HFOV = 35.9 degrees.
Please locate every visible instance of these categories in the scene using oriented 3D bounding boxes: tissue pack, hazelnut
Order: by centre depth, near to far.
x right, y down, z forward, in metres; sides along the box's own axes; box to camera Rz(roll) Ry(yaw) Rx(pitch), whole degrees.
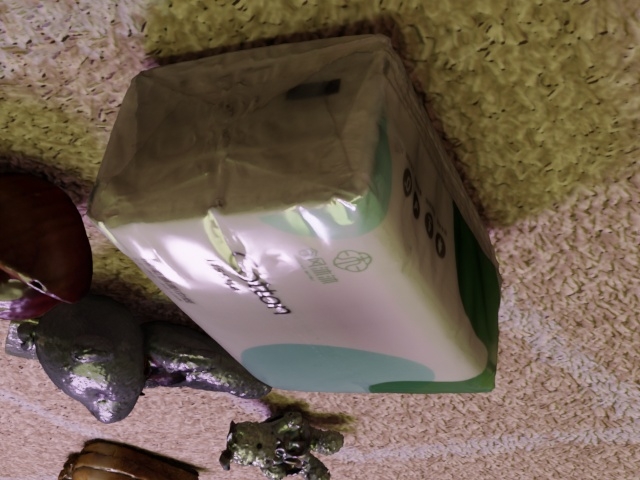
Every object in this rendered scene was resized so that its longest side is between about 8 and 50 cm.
[{"bbox_3d":[0.000,0.001,0.908,0.266,0.194,0.356,-4,147,26],"label":"tissue pack"},{"bbox_3d":[-0.347,0.013,1.080,0.201,0.161,0.170,-19,141,33],"label":"hazelnut"}]

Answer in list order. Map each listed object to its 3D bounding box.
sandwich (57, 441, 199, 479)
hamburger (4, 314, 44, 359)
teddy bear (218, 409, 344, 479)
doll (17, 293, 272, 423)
[{"bbox_3d":[-0.401,0.501,2.022,0.249,0.095,0.273,25,149,-18],"label":"sandwich"},{"bbox_3d":[-0.402,0.131,1.416,0.084,0.054,0.121,17,143,-8],"label":"hamburger"},{"bbox_3d":[-0.073,0.322,1.594,0.213,0.111,0.133,14,110,-26],"label":"teddy bear"},{"bbox_3d":[-0.229,0.183,1.340,0.340,0.158,0.245,27,159,-31],"label":"doll"}]
